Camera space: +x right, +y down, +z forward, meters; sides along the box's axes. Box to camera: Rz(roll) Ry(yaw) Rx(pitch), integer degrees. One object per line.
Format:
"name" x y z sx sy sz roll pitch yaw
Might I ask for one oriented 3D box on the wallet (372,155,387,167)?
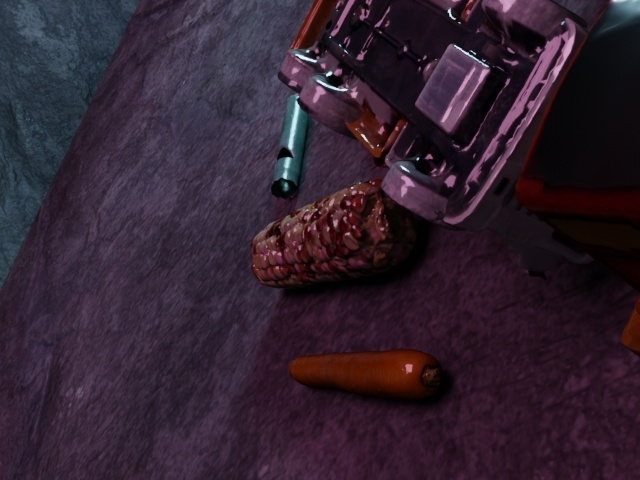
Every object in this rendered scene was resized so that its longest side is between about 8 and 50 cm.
"wallet" 0.103 -0.181 1.081 0.142 0.045 0.204 -43 28 23

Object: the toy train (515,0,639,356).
"toy train" 0.239 -0.009 0.380 0.163 0.232 0.369 -64 23 -7

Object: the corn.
"corn" 0.000 0.000 0.998 0.280 0.092 0.092 -16 46 58

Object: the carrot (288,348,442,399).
"carrot" 0.030 0.119 0.860 0.248 0.043 0.043 -13 49 61

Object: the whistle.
"whistle" -0.039 -0.132 1.301 0.039 0.039 0.186 -39 30 36

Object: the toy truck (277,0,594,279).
"toy truck" 0.122 -0.128 0.779 0.173 0.207 0.387 -60 30 17

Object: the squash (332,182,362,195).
"squash" 0.019 -0.040 1.094 0.089 0.027 0.027 -41 28 29
